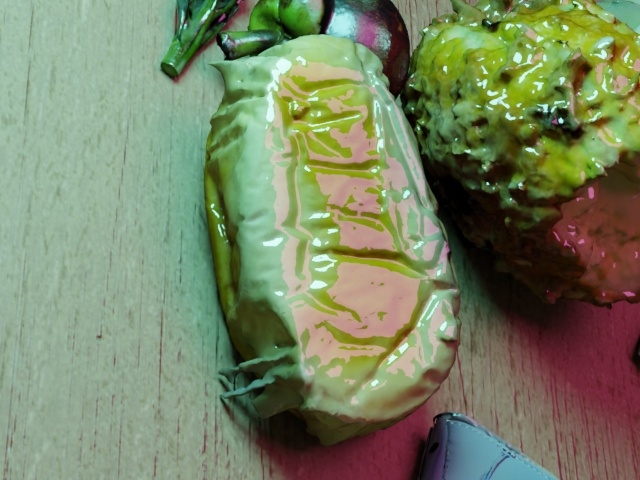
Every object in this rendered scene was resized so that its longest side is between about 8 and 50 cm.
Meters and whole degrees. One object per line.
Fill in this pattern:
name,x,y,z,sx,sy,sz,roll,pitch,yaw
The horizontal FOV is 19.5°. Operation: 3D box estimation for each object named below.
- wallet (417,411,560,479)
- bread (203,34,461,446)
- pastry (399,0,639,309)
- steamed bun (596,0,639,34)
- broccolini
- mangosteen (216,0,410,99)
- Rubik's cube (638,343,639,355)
wallet,0.156,0.304,1.785,0.176,0.075,0.250,36,42,-16
bread,0.012,0.002,1.778,0.236,0.183,0.389,1,73,-20
pastry,0.247,-0.109,2.017,0.337,0.292,0.405,48,4,36
steamed bun,0.444,-0.153,2.280,0.352,0.247,0.339,45,-2,-2
broccolini,-0.112,-0.244,1.942,0.091,0.068,0.203,51,34,-35
mangosteen,0.007,-0.199,1.940,0.184,0.172,0.172,32,38,-56
Rubik's cube,0.418,0.130,2.188,0.073,0.075,0.084,45,40,-10
